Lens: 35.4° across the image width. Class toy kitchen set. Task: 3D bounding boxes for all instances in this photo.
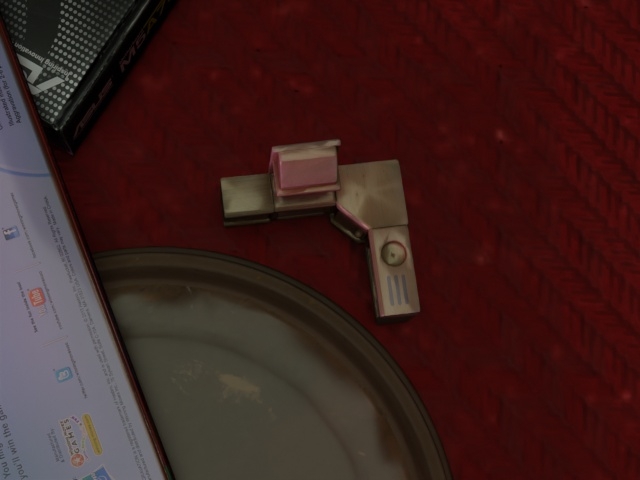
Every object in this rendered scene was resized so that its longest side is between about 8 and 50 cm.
[{"bbox_3d":[0.000,0.000,0.454,0.083,0.068,0.075,-6,78,-7],"label":"toy kitchen set"}]

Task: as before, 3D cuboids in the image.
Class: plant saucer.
[{"bbox_3d":[-0.071,0.135,0.432,0.278,0.041,0.277,1,78,-6],"label":"plant saucer"}]

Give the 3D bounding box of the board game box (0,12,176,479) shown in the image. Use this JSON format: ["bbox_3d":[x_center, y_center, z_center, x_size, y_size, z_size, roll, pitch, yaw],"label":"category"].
[{"bbox_3d":[-0.177,-0.002,0.416,0.145,0.027,0.281,-21,81,-9],"label":"board game box"}]

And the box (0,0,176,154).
[{"bbox_3d":[-0.154,-0.166,0.487,0.191,0.045,0.184,31,75,3],"label":"box"}]
